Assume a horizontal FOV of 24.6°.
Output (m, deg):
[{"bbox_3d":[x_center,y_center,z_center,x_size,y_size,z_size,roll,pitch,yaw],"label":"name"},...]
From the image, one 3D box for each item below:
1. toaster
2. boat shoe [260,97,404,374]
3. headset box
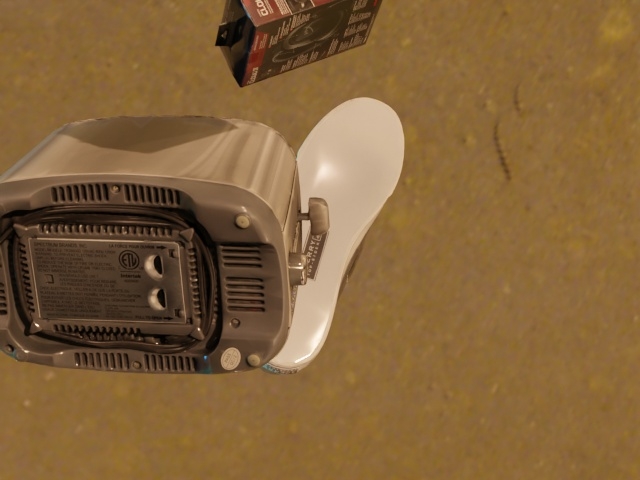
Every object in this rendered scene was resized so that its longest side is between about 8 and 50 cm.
[{"bbox_3d":[-0.112,-0.002,0.904,0.227,0.146,0.129,0,114,10],"label":"toaster"},{"bbox_3d":[0.000,0.000,1.130,0.080,0.228,0.076,19,162,-6],"label":"boat shoe"},{"bbox_3d":[-0.013,-0.114,0.740,0.032,0.083,0.062,64,162,17],"label":"headset box"}]
